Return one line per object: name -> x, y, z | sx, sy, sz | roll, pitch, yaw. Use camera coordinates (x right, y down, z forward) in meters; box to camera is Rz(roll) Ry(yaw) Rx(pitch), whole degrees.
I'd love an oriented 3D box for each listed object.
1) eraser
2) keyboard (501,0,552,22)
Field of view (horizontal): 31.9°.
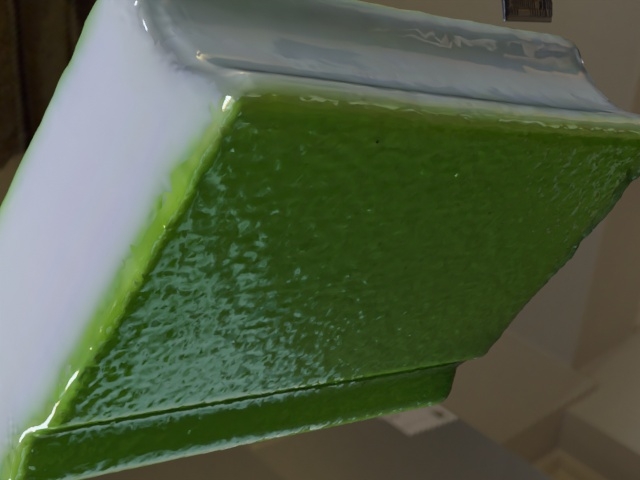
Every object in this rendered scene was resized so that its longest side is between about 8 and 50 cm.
eraser -> 0.000, 0.000, 0.488 | 0.274, 0.092, 0.210 | -2, -46, -48
keyboard -> 0.221, -0.266, 1.190 | 0.202, 0.011, 0.067 | -23, -71, -64
